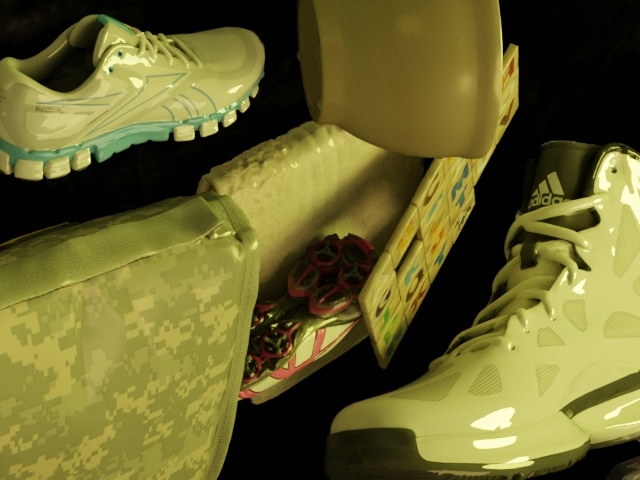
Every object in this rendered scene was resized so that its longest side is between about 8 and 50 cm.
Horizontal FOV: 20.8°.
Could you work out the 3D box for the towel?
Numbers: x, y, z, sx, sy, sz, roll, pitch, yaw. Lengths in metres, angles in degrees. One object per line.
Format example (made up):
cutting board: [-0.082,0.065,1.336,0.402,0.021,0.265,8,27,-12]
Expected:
towel: [0.000,0.000,1.323,0.187,0.049,0.282,-32,148,-21]

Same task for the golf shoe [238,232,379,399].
golf shoe: [-0.031,0.075,1.262,0.186,0.067,0.086,-33,149,-20]

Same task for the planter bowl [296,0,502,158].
planter bowl: [0.044,-0.127,1.124,0.109,0.162,0.162,-7,141,-9]

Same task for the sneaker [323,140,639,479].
sneaker: [0.153,0.053,1.423,0.169,0.257,0.447,-10,179,43]

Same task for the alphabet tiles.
alphabet tiles: [0.095,-0.028,1.331,0.237,0.009,0.198,-60,165,-13]

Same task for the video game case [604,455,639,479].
video game case: [0.435,0.338,2.308,0.274,0.026,0.196,-11,137,-42]

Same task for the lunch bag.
lunch bag: [-0.178,0.090,1.100,0.235,0.169,0.287,-19,147,-36]

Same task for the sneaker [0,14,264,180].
sneaker: [-0.111,-0.101,1.039,0.190,0.071,0.083,-24,139,-31]
